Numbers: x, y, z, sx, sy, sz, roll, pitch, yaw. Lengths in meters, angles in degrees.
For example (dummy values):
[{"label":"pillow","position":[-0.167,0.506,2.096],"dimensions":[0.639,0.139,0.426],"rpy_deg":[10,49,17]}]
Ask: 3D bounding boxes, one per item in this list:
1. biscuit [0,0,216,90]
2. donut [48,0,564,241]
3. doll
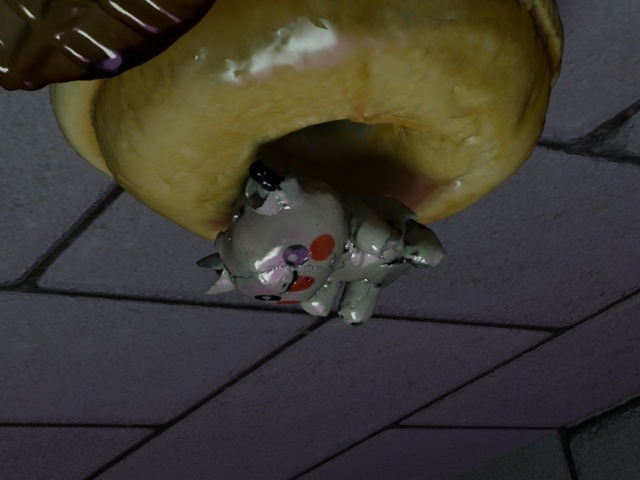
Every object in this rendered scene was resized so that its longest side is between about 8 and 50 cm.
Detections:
[{"label":"biscuit","position":[-0.179,-0.222,0.810],"dimensions":[0.268,0.115,0.366],"rpy_deg":[41,132,-22]},{"label":"donut","position":[-0.005,-0.136,1.095],"dimensions":[0.449,0.198,0.449],"rpy_deg":[-10,156,-5]},{"label":"doll","position":[0.000,0.000,1.047],"dimensions":[0.192,0.095,0.149],"rpy_deg":[8,145,-31]}]
